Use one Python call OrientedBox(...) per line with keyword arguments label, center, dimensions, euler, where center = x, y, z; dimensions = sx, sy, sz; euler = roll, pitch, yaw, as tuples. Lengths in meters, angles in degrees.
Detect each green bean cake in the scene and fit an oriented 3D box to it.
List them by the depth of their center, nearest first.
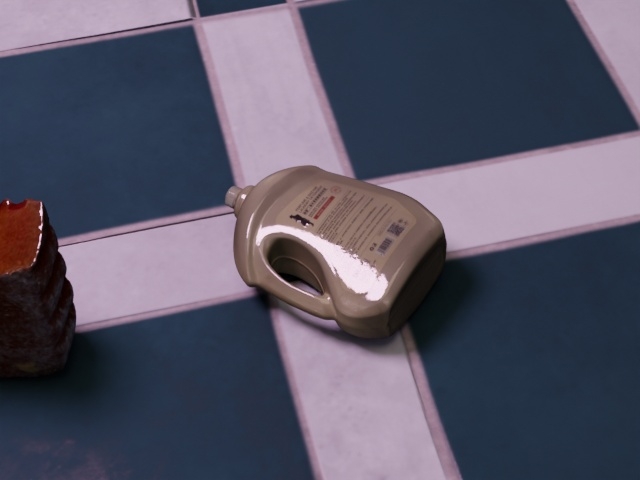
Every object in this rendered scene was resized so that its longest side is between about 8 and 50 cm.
OrientedBox(label="green bean cake", center=(-0.375, 0.052, 1.378), dimensions=(0.233, 0.198, 0.097), euler=(-1, 46, 8))

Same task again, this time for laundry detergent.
OrientedBox(label="laundry detergent", center=(0.000, 0.000, 1.473), dimensions=(0.253, 0.091, 0.181), euler=(25, 59, 23))
